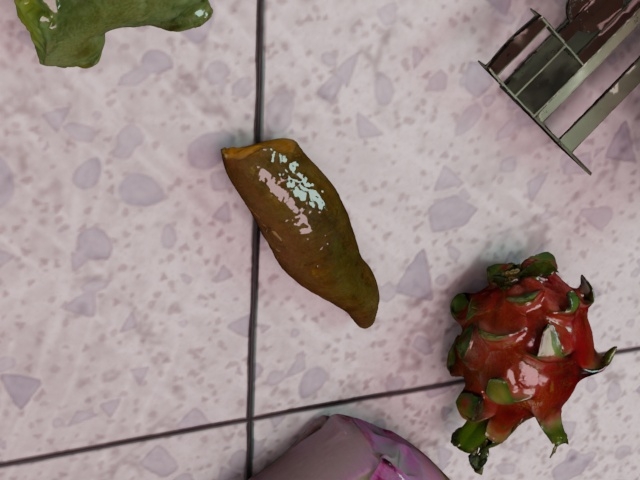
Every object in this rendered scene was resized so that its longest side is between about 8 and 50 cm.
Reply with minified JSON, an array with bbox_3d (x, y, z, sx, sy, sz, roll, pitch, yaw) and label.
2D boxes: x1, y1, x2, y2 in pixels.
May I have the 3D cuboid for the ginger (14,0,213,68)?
[{"bbox_3d":[-0.103,-0.232,1.051,0.290,0.089,0.137,-45,108,2],"label":"ginger"}]

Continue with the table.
[{"bbox_3d":[0.226,-0.162,1.244,0.146,0.062,0.175,-46,128,7],"label":"table"}]

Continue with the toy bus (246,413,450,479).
[{"bbox_3d":[-0.043,0.322,1.360,0.386,0.171,0.162,-37,123,1],"label":"toy bus"}]

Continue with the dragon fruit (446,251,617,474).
[{"bbox_3d":[0.182,0.124,1.353,0.135,0.137,0.236,11,106,-19],"label":"dragon fruit"}]

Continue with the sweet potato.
[{"bbox_3d":[0.000,0.000,1.240,0.077,0.077,0.244,-36,125,0],"label":"sweet potato"}]
